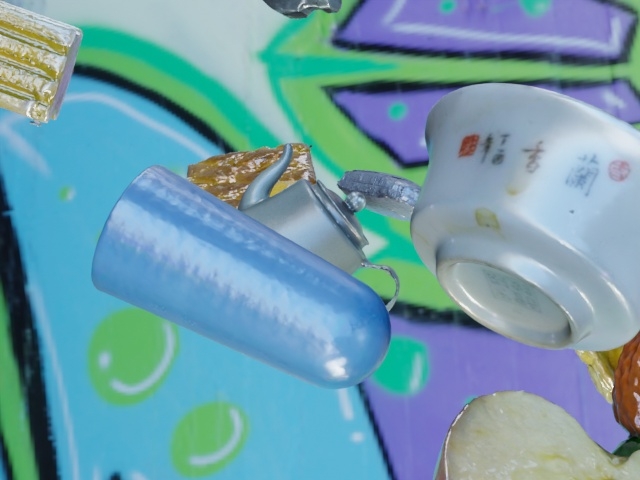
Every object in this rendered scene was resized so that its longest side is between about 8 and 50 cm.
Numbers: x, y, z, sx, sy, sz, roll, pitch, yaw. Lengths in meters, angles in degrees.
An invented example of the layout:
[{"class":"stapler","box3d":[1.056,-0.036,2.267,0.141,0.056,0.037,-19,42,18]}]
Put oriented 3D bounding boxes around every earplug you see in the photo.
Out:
[{"class":"earplug","box3d":[-0.062,0.046,1.127,0.132,0.273,0.132,-59,167,-22]}]

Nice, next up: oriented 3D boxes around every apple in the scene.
[{"class":"apple","box3d":[0.221,0.285,1.081,0.251,0.293,0.163,-62,173,-56]}]

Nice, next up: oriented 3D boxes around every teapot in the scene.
[{"class":"teapot","box3d":[0.000,0.000,1.472,0.239,0.149,0.162,53,3,12]}]

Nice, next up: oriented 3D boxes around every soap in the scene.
[{"class":"soap","box3d":[-0.556,-0.318,2.044,0.089,0.274,0.173,-79,-171,-79]}]

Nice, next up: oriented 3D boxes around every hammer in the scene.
[{"class":"hammer","box3d":[-0.026,-0.387,1.343,0.033,0.111,0.287,7,84,-57]}]

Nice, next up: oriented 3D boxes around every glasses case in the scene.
[{"class":"glasses case","box3d":[0.115,-0.079,2.110,0.109,0.282,0.067,26,89,-21]}]

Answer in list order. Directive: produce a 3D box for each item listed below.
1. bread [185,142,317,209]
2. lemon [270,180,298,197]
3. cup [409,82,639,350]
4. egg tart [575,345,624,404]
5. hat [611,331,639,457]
[{"class":"bread","box3d":[-0.126,-0.041,2.481,0.279,0.279,0.207,-95,178,-53]},{"class":"lemon","box3d":[-0.040,-0.005,1.660,0.187,0.142,0.142,-100,169,-54]},{"class":"cup","box3d":[0.233,0.005,1.311,0.163,0.347,0.347,-58,143,-20]},{"class":"egg tart","box3d":[0.468,0.149,2.066,0.288,0.118,0.288,55,13,-19]},{"class":"hat","box3d":[0.538,0.228,1.824,0.400,0.285,0.285,-57,155,3]}]
